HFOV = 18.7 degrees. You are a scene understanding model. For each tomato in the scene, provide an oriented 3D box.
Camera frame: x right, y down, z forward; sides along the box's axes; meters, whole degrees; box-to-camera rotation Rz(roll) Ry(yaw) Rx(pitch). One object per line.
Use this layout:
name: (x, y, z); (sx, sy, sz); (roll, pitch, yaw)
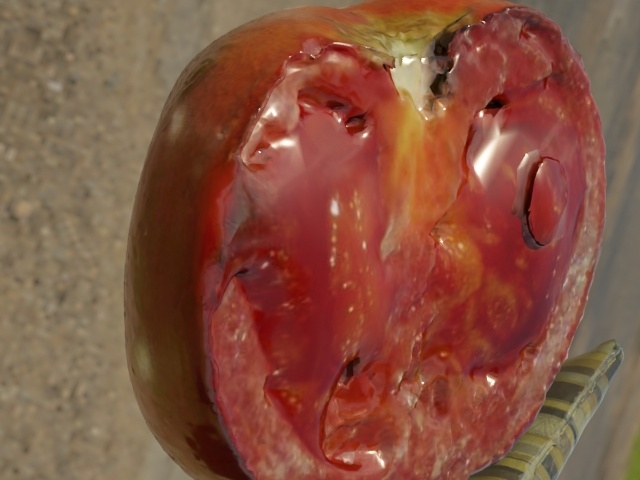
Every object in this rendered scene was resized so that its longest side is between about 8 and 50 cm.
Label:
tomato: (0.000, 0.000, 0.780); (0.233, 0.140, 0.200); (-10, 108, -42)

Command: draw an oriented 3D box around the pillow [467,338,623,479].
pillow: (0.036, 0.143, 0.952); (0.208, 0.052, 0.212); (-33, -170, 43)
